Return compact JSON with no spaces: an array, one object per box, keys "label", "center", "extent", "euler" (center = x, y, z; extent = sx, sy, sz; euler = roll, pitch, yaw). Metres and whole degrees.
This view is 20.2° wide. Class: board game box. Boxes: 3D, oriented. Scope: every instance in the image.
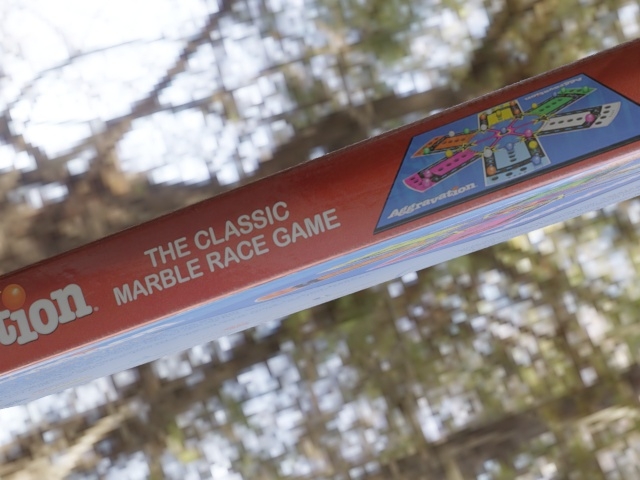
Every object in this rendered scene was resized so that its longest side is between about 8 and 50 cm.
[{"label":"board game box","center":[0.000,0.000,0.483],"extent":[0.145,0.281,0.027],"euler":[-6,77,-72]}]
